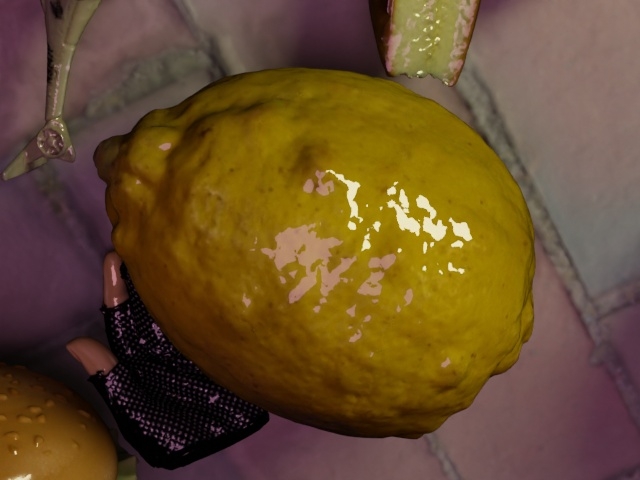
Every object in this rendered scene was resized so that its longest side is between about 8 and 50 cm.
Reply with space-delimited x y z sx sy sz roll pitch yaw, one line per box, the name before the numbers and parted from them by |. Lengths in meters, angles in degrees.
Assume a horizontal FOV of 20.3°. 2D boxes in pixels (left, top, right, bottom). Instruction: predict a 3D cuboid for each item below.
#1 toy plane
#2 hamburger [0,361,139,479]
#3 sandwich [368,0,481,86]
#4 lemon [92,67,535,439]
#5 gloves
toy plane | -0.196 -0.181 1.372 0.108 0.092 0.286 14 111 19
hamburger | -0.274 0.209 1.411 0.274 0.274 0.212 2 108 0
sandwich | 0.087 -0.243 1.344 0.090 0.088 0.244 5 107 -10
lemon | 0.007 0.002 1.341 0.285 0.285 0.316 -37 89 13
gloves | -0.128 0.090 1.473 0.129 0.106 0.181 -28 78 4
